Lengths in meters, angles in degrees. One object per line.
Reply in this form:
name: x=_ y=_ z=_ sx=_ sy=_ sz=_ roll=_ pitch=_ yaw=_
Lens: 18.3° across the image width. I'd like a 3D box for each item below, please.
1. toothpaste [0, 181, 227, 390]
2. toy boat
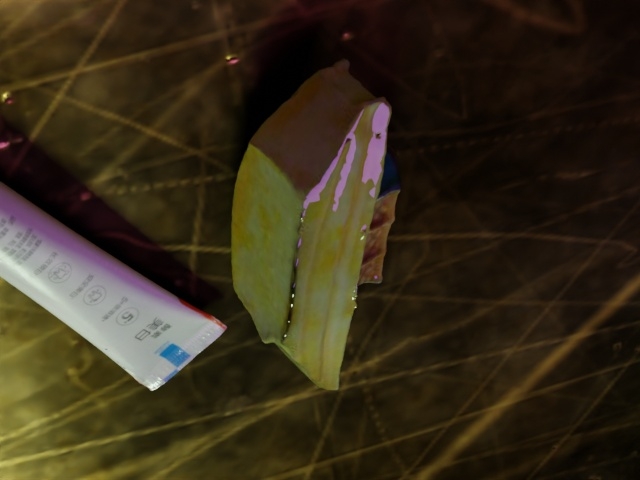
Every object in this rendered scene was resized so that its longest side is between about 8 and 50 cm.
toothpaste: x=-0.114 y=0.010 z=0.848 sx=0.048 sy=0.031 sz=0.190 roll=-41 pitch=134 yaw=10
toy boat: x=0.000 y=0.000 z=0.864 sx=0.066 sy=0.065 sz=0.172 roll=-20 pitch=138 yaw=-31
